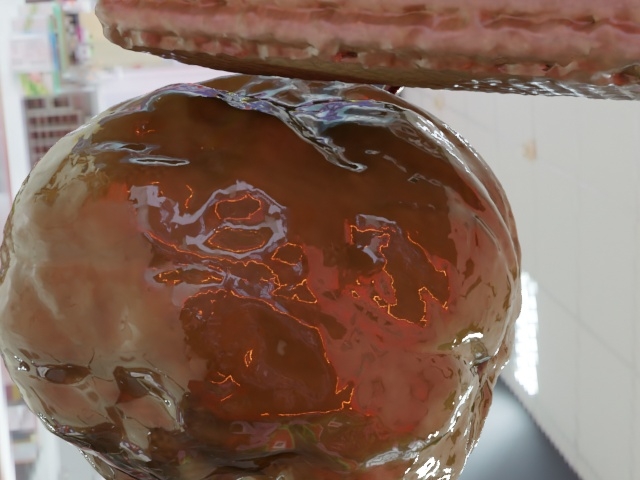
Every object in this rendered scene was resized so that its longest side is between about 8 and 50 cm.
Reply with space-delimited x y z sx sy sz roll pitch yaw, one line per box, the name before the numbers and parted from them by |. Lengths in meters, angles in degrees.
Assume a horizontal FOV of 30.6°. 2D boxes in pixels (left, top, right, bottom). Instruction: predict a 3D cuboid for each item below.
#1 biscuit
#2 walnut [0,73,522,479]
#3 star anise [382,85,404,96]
biscuit | 0.125 -0.096 0.475 0.144 0.426 0.079 -5 102 -69
walnut | -0.027 0.037 0.653 0.282 0.276 0.253 -63 160 -70
star anise | 0.000 -0.003 0.866 0.234 0.073 0.177 -54 -161 36
